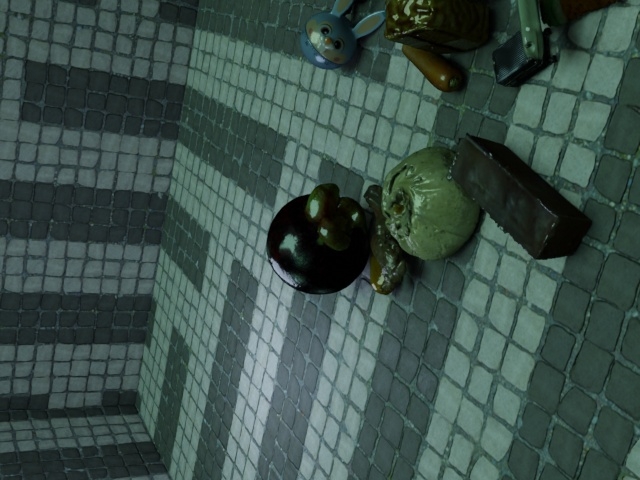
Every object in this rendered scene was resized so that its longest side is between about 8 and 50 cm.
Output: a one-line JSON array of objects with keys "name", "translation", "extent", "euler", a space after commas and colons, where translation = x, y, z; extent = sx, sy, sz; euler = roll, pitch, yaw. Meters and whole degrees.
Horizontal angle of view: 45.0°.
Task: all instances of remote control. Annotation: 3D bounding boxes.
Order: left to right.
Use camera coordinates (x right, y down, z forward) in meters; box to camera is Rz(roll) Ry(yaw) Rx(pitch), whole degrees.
[{"name": "remote control", "translation": [0.394, -0.473, 1.485], "extent": [0.090, 0.038, 0.309], "euler": [63, -155, -50]}]

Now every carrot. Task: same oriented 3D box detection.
[{"name": "carrot", "translation": [0.261, -0.407, 1.796], "extent": [0.225, 0.067, 0.067], "euler": [60, 137, 47]}]

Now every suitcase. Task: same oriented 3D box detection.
[{"name": "suitcase", "translation": [0.403, -0.365, 1.547], "extent": [0.126, 0.059, 0.086], "euler": [-32, 59, 58]}]

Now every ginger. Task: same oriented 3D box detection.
[{"name": "ginger", "translation": [0.165, -0.018, 1.895], "extent": [0.122, 0.084, 0.290], "euler": [117, 153, -52]}]

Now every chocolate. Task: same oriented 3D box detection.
[{"name": "chocolate", "translation": [0.381, -0.092, 1.503], "extent": [0.321, 0.112, 0.112], "euler": [55, 134, 46]}]

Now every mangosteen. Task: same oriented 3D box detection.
[{"name": "mangosteen", "translation": [0.000, 0.000, 1.998], "extent": [0.288, 0.288, 0.288], "euler": [-11, 77, 60]}]

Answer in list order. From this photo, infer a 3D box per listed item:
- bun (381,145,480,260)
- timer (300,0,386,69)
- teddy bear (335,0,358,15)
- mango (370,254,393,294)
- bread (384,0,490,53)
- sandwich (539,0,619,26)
[{"name": "bun", "translation": [0.230, -0.090, 1.730], "extent": [0.259, 0.152, 0.259], "euler": [-10, 78, 62]}, {"name": "timer", "translation": [0.044, -0.562, 2.093], "extent": [0.255, 0.175, 0.175], "euler": [156, 114, -62]}, {"name": "teddy bear", "translation": [0.077, -0.743, 2.082], "extent": [0.171, 0.144, 0.251], "euler": [10, 97, 54]}, {"name": "mango", "translation": [0.155, 0.081, 1.932], "extent": [0.080, 0.060, 0.114], "euler": [-52, 37, 38]}, {"name": "bread", "translation": [0.246, -0.467, 1.661], "extent": [0.181, 0.222, 0.096], "euler": [3, 91, 48]}, {"name": "sandwich", "translation": [0.472, -0.471, 1.389], "extent": [0.185, 0.160, 0.109], "euler": [59, -136, -65]}]
